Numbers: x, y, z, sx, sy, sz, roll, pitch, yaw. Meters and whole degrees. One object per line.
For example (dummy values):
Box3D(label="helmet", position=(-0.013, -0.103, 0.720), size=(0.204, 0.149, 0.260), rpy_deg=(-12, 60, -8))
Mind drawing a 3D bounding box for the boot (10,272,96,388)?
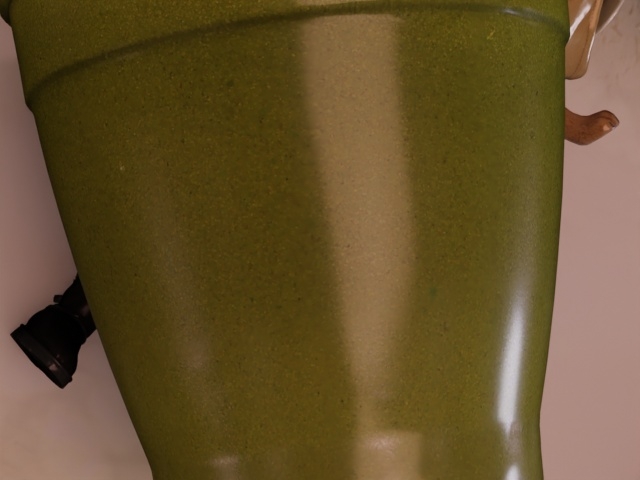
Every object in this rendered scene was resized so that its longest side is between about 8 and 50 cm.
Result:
Box3D(label="boot", position=(-0.159, 0.049, 1.249), size=(0.099, 0.121, 0.045), rpy_deg=(-40, 105, -10))

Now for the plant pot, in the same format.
Box3D(label="plant pot", position=(0.000, 0.000, 1.147), size=(0.367, 0.366, 0.353), rpy_deg=(-5, 82, -20))

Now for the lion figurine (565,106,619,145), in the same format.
Box3D(label="lion figurine", position=(0.188, -0.211, 1.371), size=(0.392, 0.142, 0.240), rpy_deg=(-35, 94, -13))

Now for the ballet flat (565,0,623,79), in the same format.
Box3D(label="ballet flat", position=(0.196, -0.222, 1.293), size=(0.073, 0.080, 0.232), rpy_deg=(23, 92, -24))
